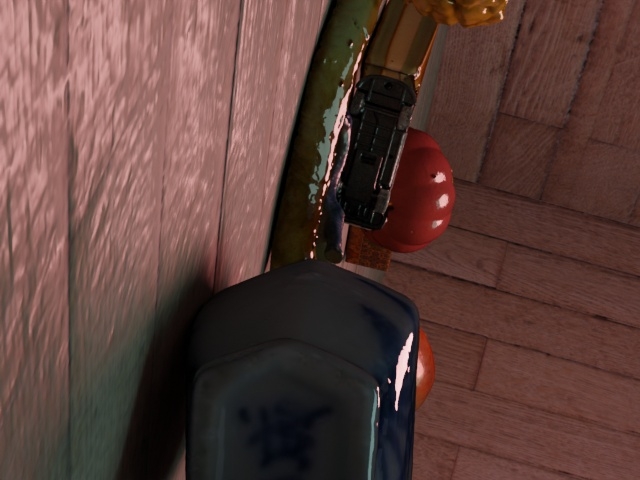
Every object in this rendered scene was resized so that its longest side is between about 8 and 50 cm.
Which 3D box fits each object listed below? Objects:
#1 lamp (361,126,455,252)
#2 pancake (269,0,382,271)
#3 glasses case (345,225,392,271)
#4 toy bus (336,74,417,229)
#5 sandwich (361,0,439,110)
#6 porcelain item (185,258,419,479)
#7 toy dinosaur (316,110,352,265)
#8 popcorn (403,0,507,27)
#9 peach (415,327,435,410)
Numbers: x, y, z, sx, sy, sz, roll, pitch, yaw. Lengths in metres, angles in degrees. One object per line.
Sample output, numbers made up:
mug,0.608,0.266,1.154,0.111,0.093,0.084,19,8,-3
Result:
lamp,0.104,-0.071,2.450,0.182,0.140,0.182,27,-58,52
pancake,0.013,-0.123,1.796,0.197,0.054,0.377,-39,145,-83
glasses case,0.088,-0.038,2.799,0.218,0.075,0.049,98,6,-53
toy bus,0.060,-0.108,2.221,0.089,0.087,0.194,119,-14,-81
sandwich,0.111,-0.267,2.307,0.113,0.079,0.163,96,12,-70
porcelain item,-0.014,0.139,1.402,0.405,0.178,0.243,-36,129,-82
toy dinosaur,0.000,0.000,1.945,0.188,0.075,0.248,-74,171,-47
popcorn,0.180,-0.378,2.143,0.250,0.190,0.250,22,90,-88
peach,0.049,0.181,2.484,0.232,0.232,0.232,15,90,-85
